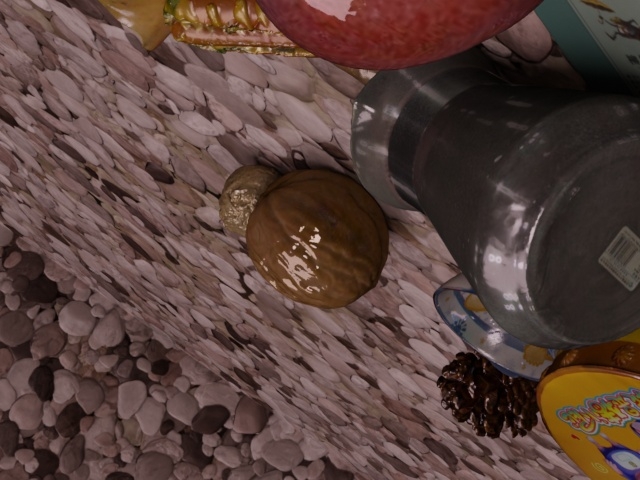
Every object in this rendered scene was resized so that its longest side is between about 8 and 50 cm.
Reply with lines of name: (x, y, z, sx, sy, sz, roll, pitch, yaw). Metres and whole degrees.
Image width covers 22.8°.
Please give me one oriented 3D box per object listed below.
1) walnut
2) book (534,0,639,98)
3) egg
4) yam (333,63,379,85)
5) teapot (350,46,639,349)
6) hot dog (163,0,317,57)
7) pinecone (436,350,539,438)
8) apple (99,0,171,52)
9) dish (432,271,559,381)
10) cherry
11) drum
walnut: (0.000, 0.000, 2.278, 0.213, 0.213, 0.213, 34, 162, 13)
book: (0.327, -0.163, 1.474, 0.264, 0.031, 0.379, 12, 149, 54)
egg: (-0.096, -0.056, 2.430, 0.118, 0.116, 0.140, 0, 152, 19)
yam: (-0.005, -0.253, 1.847, 0.299, 0.066, 0.066, 34, 162, 12)
teapot: (0.215, -0.059, 1.596, 0.300, 0.253, 0.344, 12, -162, -34)
hot dog: (-0.046, -0.250, 1.772, 0.269, 0.072, 0.115, 0, 158, 16)
pinecone: (0.254, 0.216, 2.349, 0.173, 0.173, 0.173, 34, 162, 13)
apple: (-0.246, -0.373, 1.828, 0.251, 0.163, 0.293, 51, -172, 33)
dish: (0.271, 0.105, 2.163, 0.228, 0.086, 0.236, 35, 162, 5)
cherry: (0.067, -0.271, 1.360, 0.307, 0.261, 0.221, 17, -168, 2)
drum: (0.458, 0.181, 1.718, 0.431, 0.214, 0.431, 30, 159, 13)
